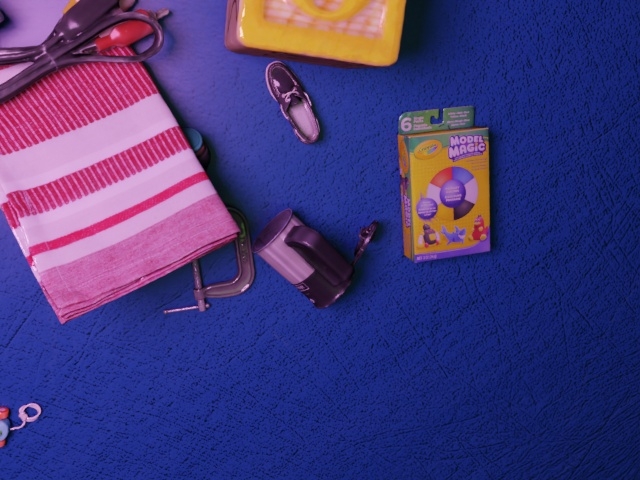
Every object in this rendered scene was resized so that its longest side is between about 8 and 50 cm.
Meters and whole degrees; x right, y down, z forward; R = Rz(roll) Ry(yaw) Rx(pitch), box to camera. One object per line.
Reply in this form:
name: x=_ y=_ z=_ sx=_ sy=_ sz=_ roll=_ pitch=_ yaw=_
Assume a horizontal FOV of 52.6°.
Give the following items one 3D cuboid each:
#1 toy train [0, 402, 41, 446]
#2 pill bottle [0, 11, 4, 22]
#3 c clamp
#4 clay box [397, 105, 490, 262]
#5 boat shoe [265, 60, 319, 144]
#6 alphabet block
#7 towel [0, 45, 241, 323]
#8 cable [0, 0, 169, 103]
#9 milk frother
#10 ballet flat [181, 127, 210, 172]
toy train: x=-0.488 y=0.227 z=0.915 sx=0.125 sy=0.046 sz=0.166 roll=-39 pitch=108 yaw=0
pill bottle: x=-0.476 y=-0.235 z=0.763 sx=0.186 sy=0.112 sz=0.112 roll=-40 pitch=109 yaw=-1
c clamp: x=-0.165 y=0.030 z=0.948 sx=0.137 sy=0.022 sz=0.161 roll=-3 pitch=105 yaw=-11
clay box: x=0.188 y=-0.086 z=0.980 sx=0.127 sy=0.053 sz=0.222 roll=-9 pitch=107 yaw=-11
boat shoe: x=-0.037 y=-0.192 z=0.910 sx=0.046 sy=0.038 sz=0.125 roll=-25 pitch=108 yaw=-5
alphabet block: x=-0.011 y=-0.319 z=0.800 sx=0.193 sy=0.197 sz=0.192 roll=3 pitch=104 yaw=-13
towel: x=-0.277 y=-0.095 z=0.787 sx=0.237 sy=0.037 sz=0.329 roll=-28 pitch=83 yaw=-21
cable: x=-0.310 y=-0.233 z=0.794 sx=0.287 sy=0.072 sz=0.139 roll=-43 pitch=103 yaw=-12
milk frother: x=0.000 y=0.000 z=0.949 sx=0.135 sy=0.129 sz=0.143 roll=43 pitch=49 yaw=-19
ballet flat: x=-0.284 y=-0.083 z=0.855 sx=0.280 sy=0.095 sz=0.096 roll=-6 pitch=138 yaw=-14
